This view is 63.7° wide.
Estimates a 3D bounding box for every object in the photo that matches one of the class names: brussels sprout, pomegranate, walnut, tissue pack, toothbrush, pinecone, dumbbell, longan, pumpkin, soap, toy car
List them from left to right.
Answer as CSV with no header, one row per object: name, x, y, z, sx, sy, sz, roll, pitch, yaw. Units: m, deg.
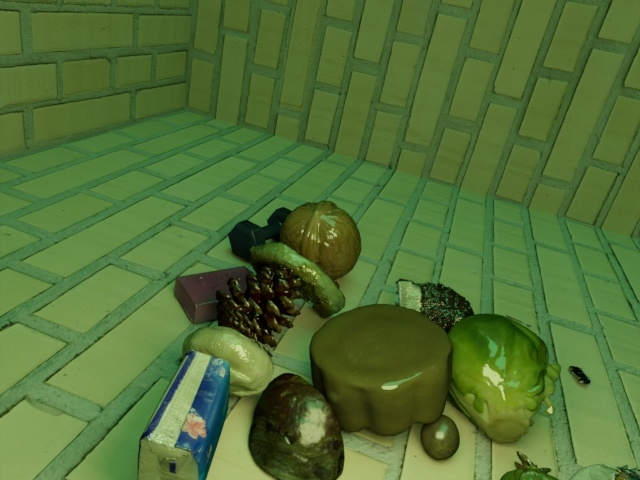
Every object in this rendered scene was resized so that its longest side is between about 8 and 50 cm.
tissue pack,-0.279,0.401,1.101,0.137,0.209,0.270,11,26,2
soap,-0.328,0.172,1.689,0.259,0.081,0.181,-7,32,-34
pinecone,-0.180,0.197,1.504,0.309,0.244,0.244,-33,48,-28
dumbbell,-0.218,-0.029,2.073,0.156,0.144,0.316,26,28,26
pumpkin,-0.083,0.427,1.217,0.169,0.148,0.312,-6,27,-41
walnut,0.000,0.000,1.913,0.332,0.333,0.333,10,26,-5
longan,0.306,0.492,1.299,0.106,0.106,0.119,31,26,34
brussels sprout,0.482,0.369,1.455,0.314,0.276,0.371,27,33,-1
toothbrush,0.761,0.309,1.979,0.097,0.006,0.008,25,32,24
pomegranate,0.493,0.576,1.189,0.152,0.131,0.191,19,19,21
toy car,0.864,0.451,1.717,0.041,0.025,0.093,8,23,-5

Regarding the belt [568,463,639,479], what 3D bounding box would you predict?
belt,0.640,0.607,1.100,0.150,0.207,0.257,13,34,-5

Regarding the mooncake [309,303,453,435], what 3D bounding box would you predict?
mooncake,0.160,0.340,1.357,0.378,0.201,0.378,-4,24,2

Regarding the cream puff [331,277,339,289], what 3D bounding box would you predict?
cream puff,0.016,0.173,1.827,0.116,0.094,0.122,9,30,-1

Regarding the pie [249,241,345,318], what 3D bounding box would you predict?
pie,-0.085,0.123,1.690,0.371,0.296,0.078,24,61,23

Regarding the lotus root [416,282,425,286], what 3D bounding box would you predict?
lotus root,0.404,0.203,1.962,0.144,0.070,0.143,30,30,32

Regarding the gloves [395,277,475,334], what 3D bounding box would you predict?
gloves,0.407,0.243,1.799,0.312,0.135,0.210,7,41,-8

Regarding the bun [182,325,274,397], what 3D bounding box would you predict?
bun,-0.243,0.315,1.293,0.239,0.239,0.141,16,51,7
